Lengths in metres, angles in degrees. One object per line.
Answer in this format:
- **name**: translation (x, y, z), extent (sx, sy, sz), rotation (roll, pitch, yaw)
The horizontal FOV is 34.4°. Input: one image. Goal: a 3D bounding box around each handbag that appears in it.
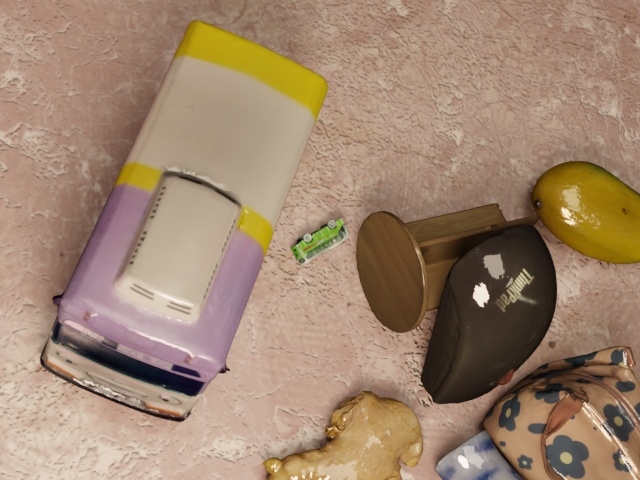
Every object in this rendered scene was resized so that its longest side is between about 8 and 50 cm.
- **handbag**: translation (0.374, 0.273, 1.374), extent (0.190, 0.193, 0.251), rotation (-32, 83, -31)

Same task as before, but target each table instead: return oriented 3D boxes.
- **table**: translation (0.187, 0.022, 1.431), extent (0.226, 0.167, 0.167), rotation (-12, 75, -28)

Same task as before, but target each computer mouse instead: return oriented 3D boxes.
- **computer mouse**: translation (0.234, 0.109, 1.352), extent (0.170, 0.269, 0.100), rotation (-18, 47, -27)

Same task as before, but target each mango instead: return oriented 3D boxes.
- **mango**: translation (0.431, -0.033, 1.571), extent (0.237, 0.091, 0.137), rotation (31, 70, -6)

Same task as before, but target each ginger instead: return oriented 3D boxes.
- **ginger**: translation (0.036, 0.287, 1.324), extent (0.213, 0.074, 0.137), rotation (-33, 74, -30)

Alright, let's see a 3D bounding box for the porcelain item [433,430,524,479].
- **porcelain item**: translation (0.253, 0.376, 1.333), extent (0.141, 0.141, 0.259), rotation (-25, 73, -25)

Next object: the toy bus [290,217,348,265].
- **toy bus**: translation (0.000, 0.000, 1.441), extent (0.083, 0.031, 0.037), rotation (-30, 90, -26)

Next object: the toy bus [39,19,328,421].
- **toy bus**: translation (-0.162, -0.024, 1.270), extent (0.209, 0.249, 0.440), rotation (24, 64, -9)
